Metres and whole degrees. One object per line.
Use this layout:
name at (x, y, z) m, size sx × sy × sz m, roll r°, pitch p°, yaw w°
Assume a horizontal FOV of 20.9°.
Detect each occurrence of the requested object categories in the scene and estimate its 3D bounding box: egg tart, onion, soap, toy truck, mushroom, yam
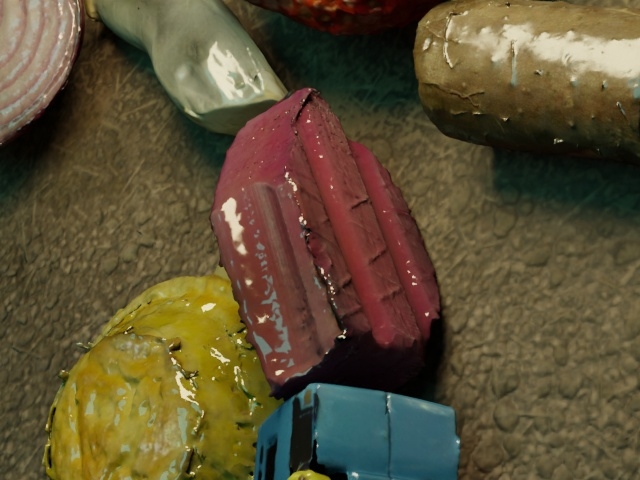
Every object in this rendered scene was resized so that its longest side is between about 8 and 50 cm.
egg tart at (-0.143, 0.185, 1.566) m, size 0.341 × 0.132 × 0.341 m, roll -14°, pitch 65°, yaw 32°
onion at (-0.337, -0.205, 1.901) m, size 0.247 × 0.111 × 0.250 m, roll 40°, pitch 94°, yaw 31°
soap at (0.000, 0.000, 1.504) m, size 0.112 × 0.182 × 0.289 m, roll -32°, pitch 60°, yaw 25°
toy truck at (0.024, 0.312, 1.355) m, size 0.162 × 0.161 × 0.385 m, roll 142°, pitch 135°, yaw -59°
mushroom at (-0.137, -0.203, 1.756) m, size 0.109 × 0.097 × 0.351 m, roll -54°, pitch 45°, yaw 10°
yam at (0.196, -0.133, 1.443) m, size 0.238 × 0.129 × 0.128 m, roll 10°, pitch 109°, yaw 38°

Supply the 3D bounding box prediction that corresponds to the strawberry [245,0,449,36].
strawberry at (0.018, -0.339, 1.562) m, size 0.351 × 0.267 × 0.312 m, roll -7°, pitch 71°, yaw 16°
